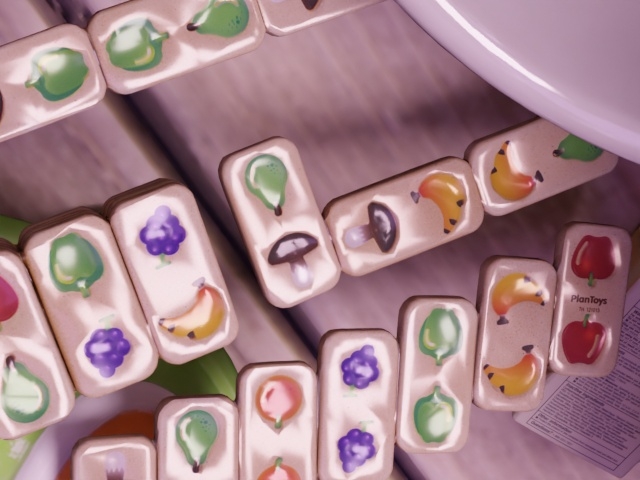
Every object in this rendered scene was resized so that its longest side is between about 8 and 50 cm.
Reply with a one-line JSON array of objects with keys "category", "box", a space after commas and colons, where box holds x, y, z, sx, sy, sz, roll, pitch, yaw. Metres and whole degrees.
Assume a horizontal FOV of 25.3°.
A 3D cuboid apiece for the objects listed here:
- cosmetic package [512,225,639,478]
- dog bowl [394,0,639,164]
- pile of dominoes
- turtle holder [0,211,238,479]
[{"category": "cosmetic package", "box": [0.136, 0.041, 0.596, 0.060, 0.041, 0.115, 31, 123, -10]}, {"category": "dog bowl", "box": [0.139, -0.136, 0.353, 0.349, 0.102, 0.348, 17, 148, 11]}, {"category": "pile of dominoes", "box": [0.000, 0.000, 0.491, 0.251, 0.040, 0.196, -22, 102, -13]}, {"category": "turtle holder", "box": [-0.193, 0.114, 0.596, 0.320, 0.227, 0.243, 16, 125, 0]}]
